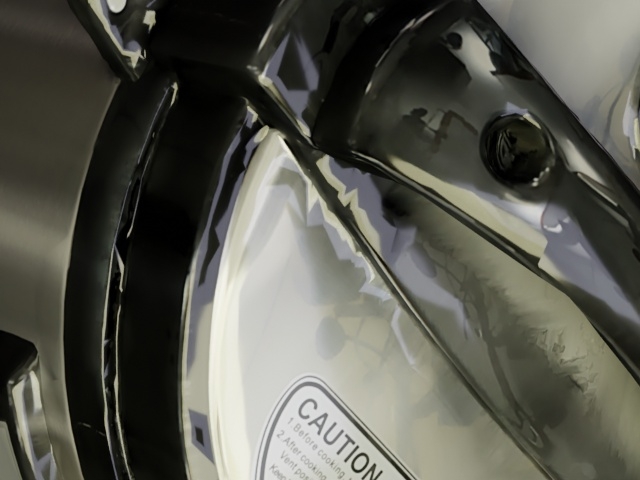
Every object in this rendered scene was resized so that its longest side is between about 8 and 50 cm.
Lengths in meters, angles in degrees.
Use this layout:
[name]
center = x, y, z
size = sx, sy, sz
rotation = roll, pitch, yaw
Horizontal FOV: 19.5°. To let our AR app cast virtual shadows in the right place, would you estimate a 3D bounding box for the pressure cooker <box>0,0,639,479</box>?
[pressure cooker]
center = 0.003, -0.006, 0.813
size = 0.370, 0.420, 0.375
rotation = -6, 106, -40
